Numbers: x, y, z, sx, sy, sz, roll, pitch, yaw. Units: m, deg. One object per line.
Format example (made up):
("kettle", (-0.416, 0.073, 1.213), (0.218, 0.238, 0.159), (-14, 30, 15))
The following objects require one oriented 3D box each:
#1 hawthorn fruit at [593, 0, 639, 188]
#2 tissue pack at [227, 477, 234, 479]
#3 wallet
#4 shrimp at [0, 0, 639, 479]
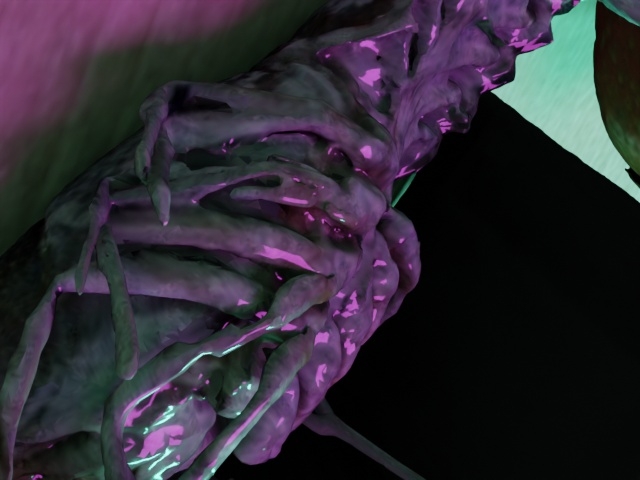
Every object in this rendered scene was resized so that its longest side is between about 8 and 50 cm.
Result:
("hawthorn fruit", (0.216, -0.114, 0.777), (0.181, 0.181, 0.235), (-23, 143, -39))
("tissue pack", (-0.107, 0.197, 0.720), (0.156, 0.148, 0.209), (-35, 154, -56))
("wallet", (0.028, 0.106, 0.737), (0.041, 0.247, 0.323), (28, 102, -28))
("shrimp", (-0.005, 0.000, 0.629), (0.410, 0.166, 0.221), (-51, 149, -22))
